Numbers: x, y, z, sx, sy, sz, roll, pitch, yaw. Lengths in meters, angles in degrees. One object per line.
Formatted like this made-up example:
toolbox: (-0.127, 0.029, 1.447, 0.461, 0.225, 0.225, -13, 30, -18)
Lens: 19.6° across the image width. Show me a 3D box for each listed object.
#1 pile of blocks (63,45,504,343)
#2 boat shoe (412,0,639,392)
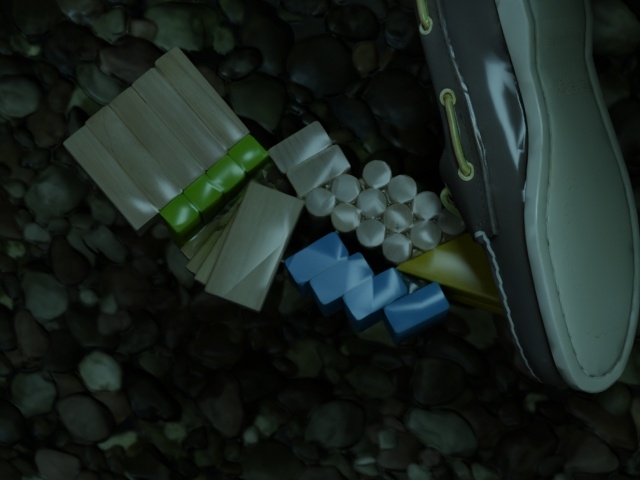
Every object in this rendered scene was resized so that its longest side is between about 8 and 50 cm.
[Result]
pile of blocks: (0.000, 0.000, 1.295, 0.362, 0.112, 0.149, 24, 78, 8)
boat shoe: (0.127, -0.060, 1.194, 0.097, 0.117, 0.324, -11, 89, 39)
